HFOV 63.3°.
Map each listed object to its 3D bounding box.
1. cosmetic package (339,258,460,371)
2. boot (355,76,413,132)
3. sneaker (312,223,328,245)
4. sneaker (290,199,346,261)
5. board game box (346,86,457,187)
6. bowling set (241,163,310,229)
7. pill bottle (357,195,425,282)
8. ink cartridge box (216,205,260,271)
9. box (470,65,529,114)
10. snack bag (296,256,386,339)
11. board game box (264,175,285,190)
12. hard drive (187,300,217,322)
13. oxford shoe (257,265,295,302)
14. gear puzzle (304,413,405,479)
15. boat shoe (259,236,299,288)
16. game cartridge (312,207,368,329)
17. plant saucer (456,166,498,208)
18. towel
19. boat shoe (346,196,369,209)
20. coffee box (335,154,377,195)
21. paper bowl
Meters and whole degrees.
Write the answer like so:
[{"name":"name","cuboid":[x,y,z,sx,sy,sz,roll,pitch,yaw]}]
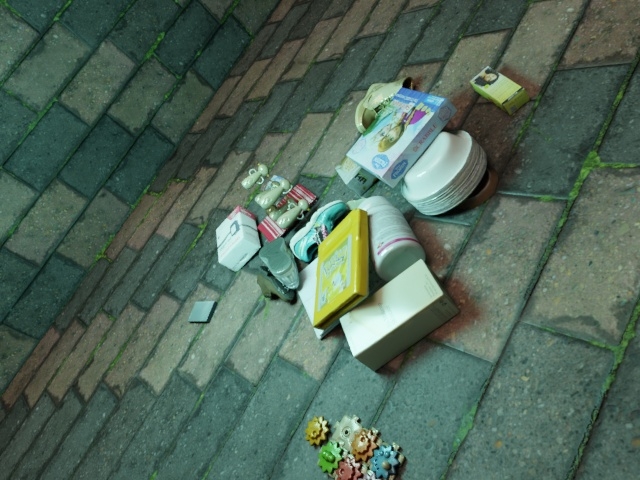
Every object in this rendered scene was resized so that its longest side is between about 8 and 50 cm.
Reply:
[{"name":"cosmetic package","cuboid":[0.223,0.217,1.500,0.309,0.113,0.160,-38,38,12]},{"name":"boot","cuboid":[0.268,-0.567,2.164,0.203,0.095,0.262,1,55,44]},{"name":"sneaker","cuboid":[0.000,0.000,1.895,0.057,0.047,0.120,-9,72,12]},{"name":"sneaker","cuboid":[0.008,-0.034,1.970,0.275,0.107,0.110,-49,57,6]},{"name":"board game box","cuboid":[0.262,-0.360,1.763,0.318,0.065,0.319,-51,28,5]},{"name":"bowling set","cuboid":[-0.183,-0.182,2.164,0.154,0.287,0.200,-41,0,-4]},{"name":"pill bottle","cuboid":[0.214,-0.012,1.668,0.160,0.160,0.283,-38,38,14]},{"name":"ink cartridge box","cuboid":[-0.364,-0.009,2.278,0.172,0.100,0.237,-44,36,21]},{"name":"box","cuboid":[0.617,-0.522,1.801,0.087,0.058,0.232,-40,38,11]},{"name":"snack bag","cuboid":[0.058,0.128,1.806,0.323,0.037,0.343,-42,37,9]},{"name":"board game box","cuboid":[-0.215,-0.260,2.432,0.090,0.020,0.090,-54,37,-10]},{"name":"hard drive","cuboid":[-0.505,0.306,2.221,0.135,0.022,0.094,-9,52,41]},{"name":"oxford shoe","cuboid":[-0.169,0.185,1.964,0.227,0.082,0.096,35,109,50]},{"name":"gear puzzle","cuboid":[0.067,0.562,1.406,0.338,0.044,0.176,18,72,51]},{"name":"boat shoe","cuboid":[-0.152,0.081,1.990,0.118,0.103,0.320,-32,26,-5]},{"name":"game cartridge","cuboid":[0.062,0.088,1.661,0.285,0.052,0.324,-47,33,48]},{"name":"plant saucer","cuboid":[0.481,-0.177,1.658,0.168,0.029,0.169,-26,43,27]},{"name":"towel","cuboid":[-0.146,-0.113,2.227,0.275,0.031,0.199,-47,35,-1]},{"name":"boat shoe","cuboid":[0.159,-0.137,1.932,0.136,0.049,0.043,1,19,46]},{"name":"coffee box","cuboid":[0.188,-0.313,1.990,0.246,0.098,0.141,-46,37,16]},{"name":"paper bowl","cuboid":[0.377,-0.234,1.674,0.284,0.148,0.284,-40,28,27]}]
